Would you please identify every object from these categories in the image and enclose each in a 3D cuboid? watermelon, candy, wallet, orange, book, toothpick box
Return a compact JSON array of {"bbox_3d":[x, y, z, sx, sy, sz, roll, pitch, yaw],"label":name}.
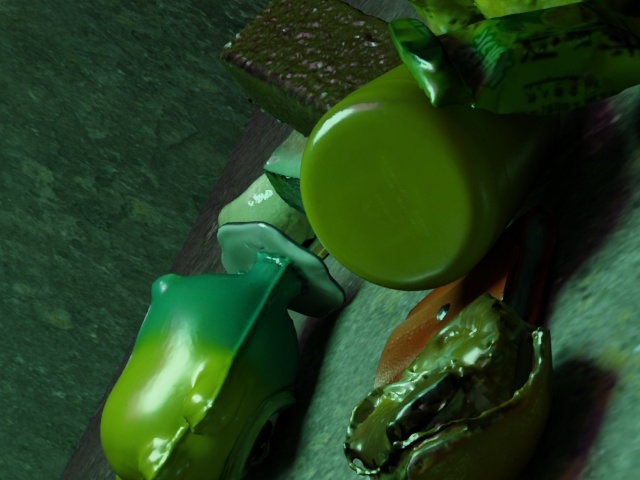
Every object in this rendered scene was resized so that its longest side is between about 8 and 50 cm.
[{"bbox_3d":[0.068,-0.148,1.552,0.256,0.193,0.140,-64,-31,-18],"label":"watermelon"},{"bbox_3d":[0.186,-0.146,0.949,0.149,0.246,0.069,-110,12,-59],"label":"candy"},{"bbox_3d":[0.123,0.066,1.030,0.204,0.045,0.142,-45,15,48],"label":"wallet"},{"bbox_3d":[0.101,0.123,0.832,0.170,0.112,0.160,-27,14,23],"label":"orange"},{"bbox_3d":[0.000,0.000,1.772,0.172,0.012,0.118,-46,17,47],"label":"book"},{"bbox_3d":[0.113,-0.084,1.046,0.175,0.175,0.271,-50,-5,36],"label":"toothpick box"}]

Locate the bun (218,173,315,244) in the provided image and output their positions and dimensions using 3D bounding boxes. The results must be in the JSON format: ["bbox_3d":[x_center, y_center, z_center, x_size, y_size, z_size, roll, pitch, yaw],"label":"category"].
[{"bbox_3d":[-0.056,-0.045,1.821,0.222,0.127,0.222,-40,-4,-3],"label":"bun"}]

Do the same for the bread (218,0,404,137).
[{"bbox_3d":[0.040,-0.192,1.441,0.165,0.113,0.416,-46,39,-6],"label":"bread"}]

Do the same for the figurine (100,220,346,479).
[{"bbox_3d":[-0.135,0.159,1.420,0.340,0.231,0.323,-59,9,-28],"label":"figurine"}]

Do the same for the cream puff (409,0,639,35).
[{"bbox_3d":[0.222,-0.297,1.107,0.324,0.291,0.257,-40,48,18],"label":"cream puff"}]
